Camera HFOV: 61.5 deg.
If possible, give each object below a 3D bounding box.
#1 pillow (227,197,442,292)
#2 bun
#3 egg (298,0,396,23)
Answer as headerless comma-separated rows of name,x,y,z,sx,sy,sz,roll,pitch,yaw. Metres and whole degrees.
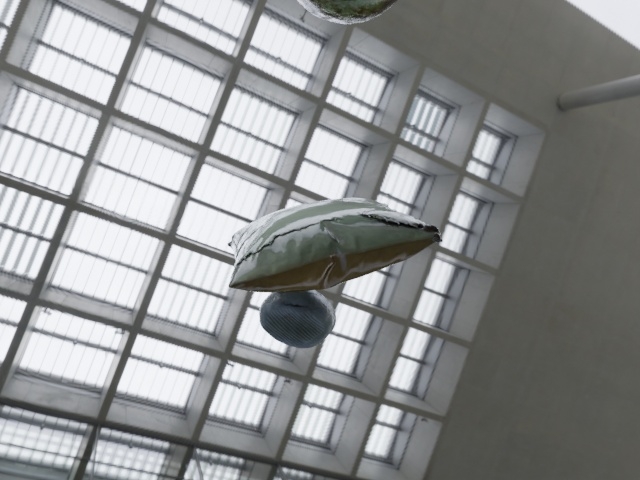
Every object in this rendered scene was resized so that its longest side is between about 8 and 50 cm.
pillow,0.000,0.000,0.873,0.313,0.310,0.119,-12,-75,-6
bun,-0.041,0.131,0.989,0.141,0.141,0.083,34,-139,-18
egg,0.046,-0.508,0.945,0.238,0.289,0.238,-2,-66,-5
